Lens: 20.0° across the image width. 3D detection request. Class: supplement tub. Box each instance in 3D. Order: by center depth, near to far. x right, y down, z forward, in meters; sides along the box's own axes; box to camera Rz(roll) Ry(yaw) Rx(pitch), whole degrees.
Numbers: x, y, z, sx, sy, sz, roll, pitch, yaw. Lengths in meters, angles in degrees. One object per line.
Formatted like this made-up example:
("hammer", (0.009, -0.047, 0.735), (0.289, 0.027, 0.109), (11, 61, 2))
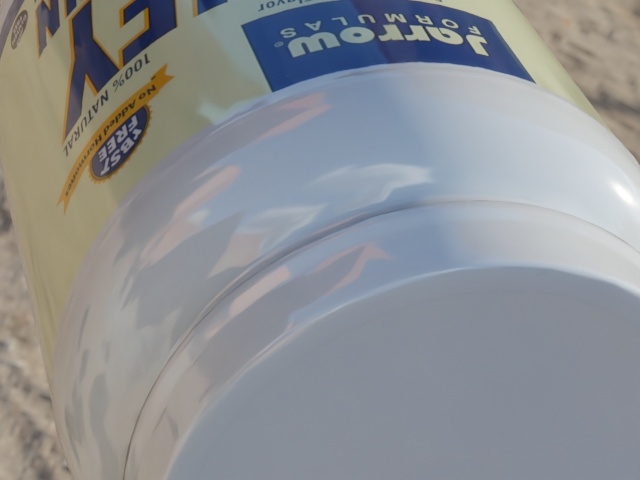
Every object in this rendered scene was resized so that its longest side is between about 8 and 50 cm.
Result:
("supplement tub", (0.000, 0.000, 0.720), (0.235, 0.235, 0.325), (11, 29, -24))
